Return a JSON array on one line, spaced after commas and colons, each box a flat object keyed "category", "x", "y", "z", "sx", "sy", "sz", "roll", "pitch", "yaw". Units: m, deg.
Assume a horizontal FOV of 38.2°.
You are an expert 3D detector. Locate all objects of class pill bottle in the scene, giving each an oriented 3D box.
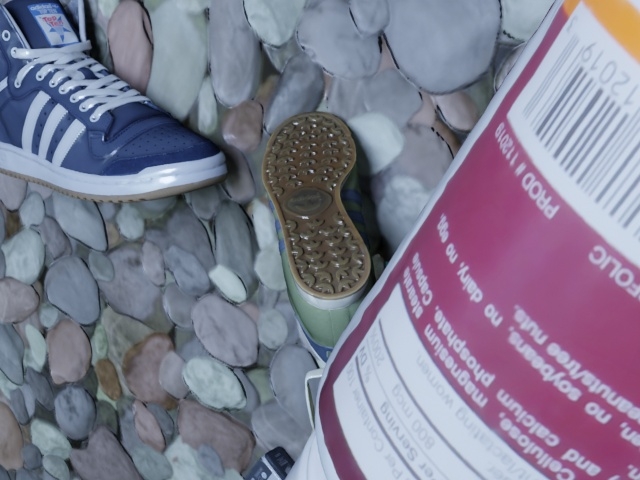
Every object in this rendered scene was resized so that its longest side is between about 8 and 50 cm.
[{"category": "pill bottle", "x": 0.135, "y": 0.059, "z": 0.451, "sx": 0.224, "sy": 0.224, "sz": 0.392, "roll": 45, "pitch": 126, "yaw": 22}]

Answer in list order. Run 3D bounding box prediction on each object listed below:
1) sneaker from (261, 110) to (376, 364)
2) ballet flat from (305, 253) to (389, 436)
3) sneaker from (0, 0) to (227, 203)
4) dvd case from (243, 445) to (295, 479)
[{"category": "sneaker", "x": 0.000, "y": 0.000, "z": 0.611, "sx": 0.192, "sy": 0.064, "sz": 0.086, "roll": -99, "pitch": 2, "yaw": -50}, {"category": "ballet flat", "x": 0.016, "y": 0.089, "z": 0.662, "sx": 0.052, "sy": 0.057, "sz": 0.168, "roll": 6, "pitch": 110, "yaw": 2}, {"category": "sneaker", "x": -0.190, "y": -0.122, "z": 0.754, "sx": 0.282, "sy": 0.099, "sz": 0.153, "roll": 13, "pitch": 112, "yaw": 40}, {"category": "dvd case", "x": -0.006, "y": 0.314, "z": 0.767, "sx": 0.239, "sy": 0.029, "sz": 0.179, "roll": 48, "pitch": 127, "yaw": 19}]
